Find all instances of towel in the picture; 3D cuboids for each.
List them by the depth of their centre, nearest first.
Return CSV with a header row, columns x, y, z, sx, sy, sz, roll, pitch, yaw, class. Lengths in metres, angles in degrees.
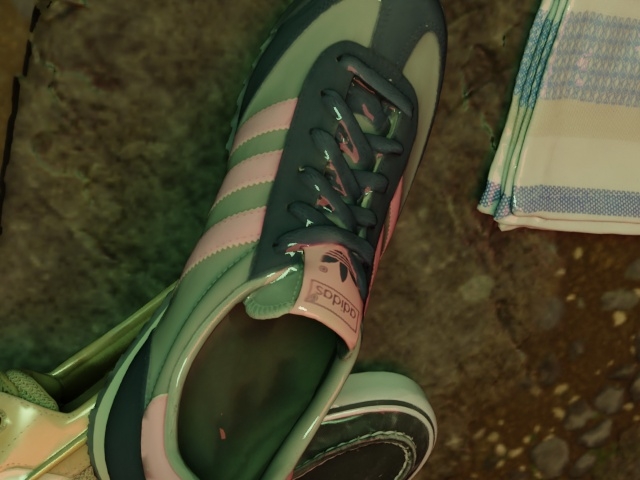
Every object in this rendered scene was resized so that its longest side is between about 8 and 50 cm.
x,y,z,sx,sy,sz,roll,pitch,yaw,class
0.221,-0.129,0.719,0.209,0.034,0.285,5,114,-22,towel

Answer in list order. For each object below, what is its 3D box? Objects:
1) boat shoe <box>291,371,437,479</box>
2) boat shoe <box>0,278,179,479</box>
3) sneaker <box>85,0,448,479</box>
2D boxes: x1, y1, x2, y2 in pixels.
x,y,z,sx,sy,sz,roll,pitch,yaw,class
-0.052,0.191,0.746,0.301,0.102,0.108,-29,121,-3,boat shoe
-0.155,0.111,0.672,0.302,0.109,0.098,-30,112,-11,boat shoe
0.000,0.000,0.605,0.112,0.131,0.319,26,82,-24,sneaker
